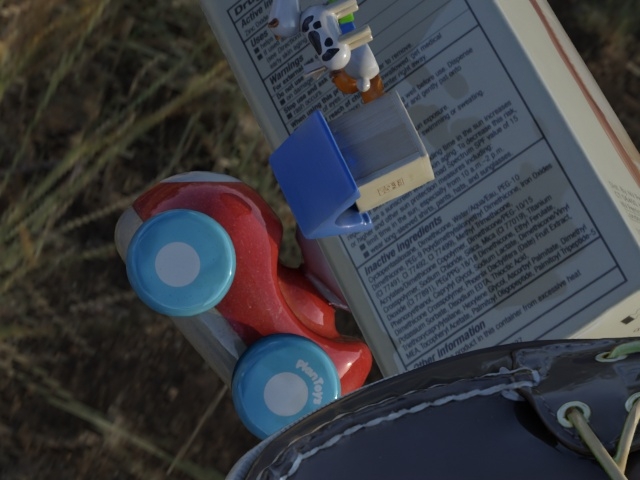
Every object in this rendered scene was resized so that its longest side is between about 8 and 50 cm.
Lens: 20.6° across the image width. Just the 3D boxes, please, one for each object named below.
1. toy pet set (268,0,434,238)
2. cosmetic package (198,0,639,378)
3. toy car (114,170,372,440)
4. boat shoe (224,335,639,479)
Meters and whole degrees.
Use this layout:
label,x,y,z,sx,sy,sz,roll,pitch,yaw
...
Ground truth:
label,x,y,z,sx,sy,sz,roll,pitch,yaw
toy pet set,0.001,-0.061,0.801,0.065,0.122,0.114,-25,73,2
cosmetic package,0.073,-0.049,0.938,0.129,0.153,0.296,20,40,-57
toy car,0.000,0.000,1.247,0.238,0.219,0.210,-39,94,-2
boat shoe,0.126,0.084,0.619,0.324,0.096,0.116,-2,73,-11
